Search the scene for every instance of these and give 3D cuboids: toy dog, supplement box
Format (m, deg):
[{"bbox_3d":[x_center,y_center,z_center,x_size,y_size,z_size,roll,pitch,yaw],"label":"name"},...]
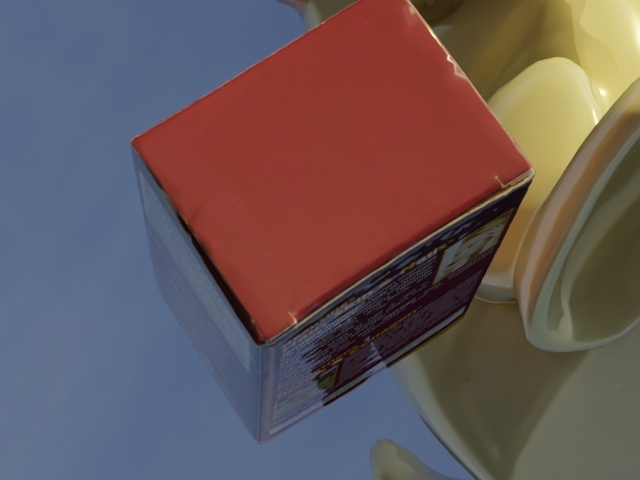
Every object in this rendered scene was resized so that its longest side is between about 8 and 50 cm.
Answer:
[{"bbox_3d":[0.131,-0.077,0.921,0.395,0.284,0.408,-62,-145,37],"label":"toy dog"},{"bbox_3d":[0.000,0.000,0.614,0.104,0.188,0.081,-32,-103,-11],"label":"supplement box"}]
